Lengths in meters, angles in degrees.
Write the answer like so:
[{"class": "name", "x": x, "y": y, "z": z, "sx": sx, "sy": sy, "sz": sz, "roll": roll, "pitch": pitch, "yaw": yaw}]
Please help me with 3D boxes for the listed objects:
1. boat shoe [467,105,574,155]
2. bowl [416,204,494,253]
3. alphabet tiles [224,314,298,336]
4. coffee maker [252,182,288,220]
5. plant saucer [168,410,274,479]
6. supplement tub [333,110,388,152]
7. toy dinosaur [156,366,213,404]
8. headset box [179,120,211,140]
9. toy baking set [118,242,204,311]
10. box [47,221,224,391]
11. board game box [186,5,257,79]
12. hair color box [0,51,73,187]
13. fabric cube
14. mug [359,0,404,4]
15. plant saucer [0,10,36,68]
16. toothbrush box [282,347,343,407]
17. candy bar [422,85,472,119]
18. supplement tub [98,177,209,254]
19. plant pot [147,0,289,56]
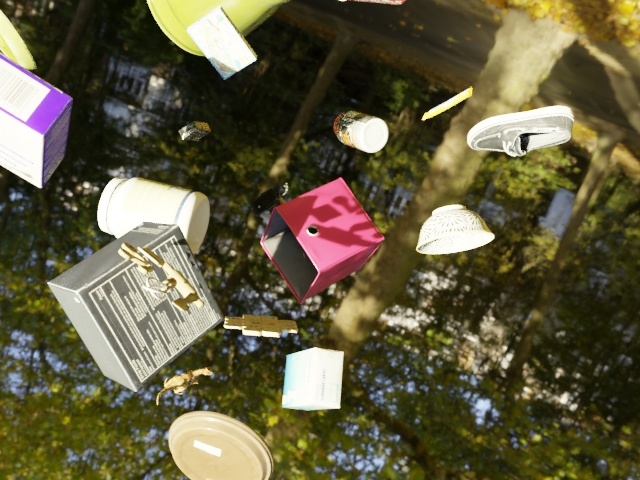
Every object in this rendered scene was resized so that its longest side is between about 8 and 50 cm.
[{"class": "boat shoe", "x": 0.547, "y": -0.284, "z": 1.791, "sx": 0.301, "sy": 0.102, "sz": 0.108, "roll": -7, "pitch": 148, "yaw": 35}, {"class": "bowl", "x": 0.291, "y": -0.030, "z": 1.422, "sx": 0.170, "sy": 0.080, "sz": 0.170, "roll": -6, "pitch": 166, "yaw": -2}, {"class": "alphabet tiles", "x": -0.230, "y": 0.328, "z": 2.489, "sx": 0.278, "sy": 0.021, "sz": 0.284, "roll": 4, "pitch": -175, "yaw": -7}, {"class": "coffee maker", "x": -0.154, "y": -0.120, "z": 2.578, "sx": 0.171, "sy": 0.120, "sz": 0.178, "roll": -17, "pitch": 144, "yaw": 28}, {"class": "plant saucer", "x": -0.251, "y": 0.532, "z": 1.585, "sx": 0.278, "sy": 0.277, "sz": 0.041, "roll": 22, "pitch": -145, "yaw": 3}, {"class": "supplement tub", "x": 0.128, "y": -0.362, "z": 2.122, "sx": 0.117, "sy": 0.116, "sz": 0.190, "roll": 14, "pitch": -170, "yaw": -33}, {"class": "toy dinosaur", "x": -0.402, "y": 0.400, "z": 1.807, "sx": 0.212, "sy": 0.112, "sz": 0.064, "roll": -26, "pitch": -101, "yaw": -43}, {"class": "headset box", "x": -0.382, "y": -0.335, "z": 1.974, "sx": 0.032, "sy": 0.062, "sz": 0.083, "roll": 65, "pitch": -156, "yaw": 5}, {"class": "toy baking set", "x": -0.337, "y": 0.089, "z": 1.380, "sx": 0.256, "sy": 0.030, "sz": 0.197, "roll": 41, "pitch": -175, "yaw": 29}, {"class": "box", "x": -0.445, "y": 0.151, "z": 1.585, "sx": 0.183, "sy": 0.296, "sz": 0.294, "roll": 5, "pitch": -145, "yaw": 45}, {"class": "board game box", "x": -0.246, "y": -0.495, "z": 1.621, "sx": 0.154, "sy": 0.104, "sz": 0.026, "roll": 52, "pitch": -158, "yaw": -33}, {"class": "hair color box", "x": -0.628, "y": -0.242, "z": 1.330, "sx": 0.185, "sy": 0.110, "sz": 0.339, "roll": 33, "pitch": 155, "yaw": -14}, {"class": "fabric cube", "x": 0.000, "y": 0.000, "z": 2.063, "sx": 0.258, "sy": 0.259, "sz": 0.254, "roll": -26, "pitch": -107, "yaw": -26}, {"class": "mug", "x": 0.140, "y": -0.637, "z": 1.566, "sx": 0.169, "sy": 0.113, "sz": 0.150, "roll": -3, "pitch": 176, "yaw": -30}, {"class": "plant saucer", "x": -0.865, "y": -0.561, "z": 1.747, "sx": 0.241, "sy": 0.037, "sz": 0.241, "roll": 43, "pitch": 161, "yaw": 19}, {"class": "toothbrush box", "x": -0.033, "y": 0.550, "z": 2.537, "sx": 0.126, "sy": 0.216, "sz": 0.295, "roll": 12, "pitch": 159, "yaw": -21}, {"class": "candy bar", "x": 0.348, "y": -0.373, "z": 1.759, "sx": 0.018, "sy": 0.162, "sz": 0.040, "roll": 51, "pitch": -139, "yaw": -16}, {"class": "supplement tub", "x": -0.574, "y": -0.087, "z": 2.241, "sx": 0.325, "sy": 0.235, "sz": 0.235, "roll": 15, "pitch": -169, "yaw": 7}, {"class": "plant pot", "x": -0.253, "y": -0.757, "z": 1.858, "sx": 0.353, "sy": 0.366, "sz": 0.367, "roll": -4, "pitch": 172, "yaw": 43}]
